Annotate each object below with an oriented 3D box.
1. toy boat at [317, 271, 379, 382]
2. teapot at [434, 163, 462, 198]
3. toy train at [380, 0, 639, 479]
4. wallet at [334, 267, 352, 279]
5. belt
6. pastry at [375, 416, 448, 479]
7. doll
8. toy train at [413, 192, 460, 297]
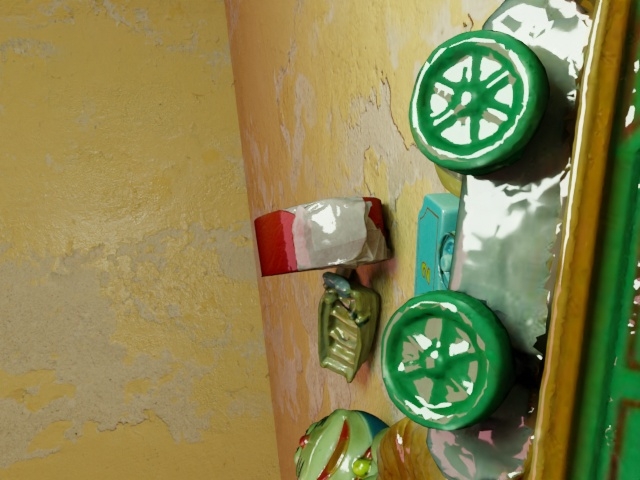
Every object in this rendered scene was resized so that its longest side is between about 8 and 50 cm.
[{"bbox_3d":[0.051,0.156,1.124,0.111,0.084,0.276,28,139,28],"label":"toy boat"},{"bbox_3d":[0.177,-0.102,0.563,0.166,0.130,0.119,-55,-15,-63],"label":"teapot"},{"bbox_3d":[0.187,0.012,0.350,0.249,0.178,0.429,9,92,35],"label":"toy train"},{"bbox_3d":[0.039,0.131,1.251,0.110,0.039,0.155,-63,-18,-51],"label":"wallet"},{"bbox_3d":[0.000,0.000,1.034,0.324,0.227,0.115,159,102,-77],"label":"belt"},{"bbox_3d":[0.171,0.352,0.701,0.329,0.136,0.330,175,90,-74],"label":"pastry"},{"bbox_3d":[0.070,0.406,1.022,0.198,0.186,0.322,-57,20,-16],"label":"doll"},{"bbox_3d":[0.167,0.044,0.646,0.163,0.112,0.203,-117,27,-67],"label":"toy train"}]
